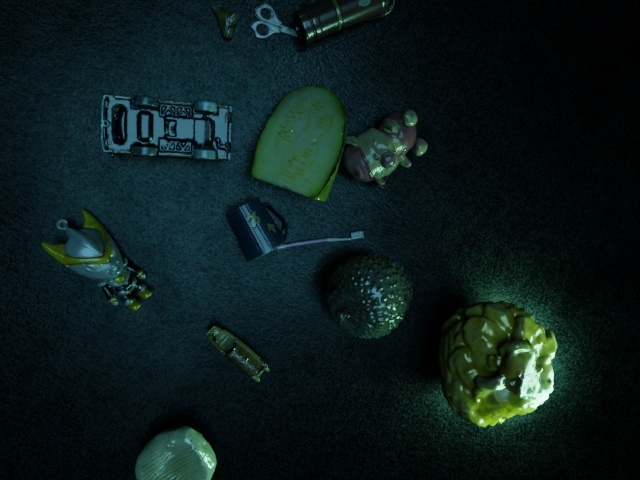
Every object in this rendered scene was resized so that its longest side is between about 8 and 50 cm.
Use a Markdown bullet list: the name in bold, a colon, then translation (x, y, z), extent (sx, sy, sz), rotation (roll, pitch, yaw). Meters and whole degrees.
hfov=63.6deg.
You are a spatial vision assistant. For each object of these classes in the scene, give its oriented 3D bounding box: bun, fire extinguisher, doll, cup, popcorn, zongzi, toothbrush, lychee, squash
- **bun**: translation (-0.420, 0.651, 1.518), extent (0.230, 0.133, 0.231), rotation (0, 91, -5)
- **fire extinguisher**: translation (0.083, -0.692, 1.505), extent (0.341, 0.105, 0.142), rotation (-27, 97, -10)
- **doll**: translation (-0.610, 0.065, 1.429), extent (0.145, 0.103, 0.316), rotation (-43, 109, -10)
- **doll**: translation (0.190, -0.272, 1.551), extent (0.255, 0.152, 0.196), rotation (-36, 101, -6)
- **cup**: translation (-0.179, -0.045, 1.515), extent (0.176, 0.131, 0.155), rotation (-35, 100, -37)
- **popcorn**: translation (0.544, 0.374, 1.625), extent (0.343, 0.354, 0.390), rotation (-3, 141, -32)
- **zongzi**: translation (-0.283, -0.620, 1.465), extent (0.083, 0.040, 0.076), rotation (18, 98, -3)
- **toothbrush**: translation (0.000, 0.000, 1.605), extent (0.286, 0.020, 0.025), rotation (-9, 89, -13)
- **lychee**: translation (0.145, 0.163, 1.555), extent (0.274, 0.255, 0.255), rotation (-41, 105, -39)
- **squash**: translation (-0.039, -0.294, 1.462), extent (0.233, 0.210, 0.309), rotation (20, 98, 4)

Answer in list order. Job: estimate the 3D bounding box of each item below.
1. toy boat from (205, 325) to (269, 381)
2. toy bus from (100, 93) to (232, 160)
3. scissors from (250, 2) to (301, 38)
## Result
- **toy boat**: translation (-0.248, 0.338, 1.548), extent (0.226, 0.088, 0.068), rotation (45, 86, -15)
- **toy bus**: translation (-0.409, -0.296, 1.389), extent (0.323, 0.194, 0.162), rotation (1, 96, -16)
- **scissors**: translation (-0.108, -0.622, 1.516), extent (0.188, 0.015, 0.100), rotation (14, 94, -16)
